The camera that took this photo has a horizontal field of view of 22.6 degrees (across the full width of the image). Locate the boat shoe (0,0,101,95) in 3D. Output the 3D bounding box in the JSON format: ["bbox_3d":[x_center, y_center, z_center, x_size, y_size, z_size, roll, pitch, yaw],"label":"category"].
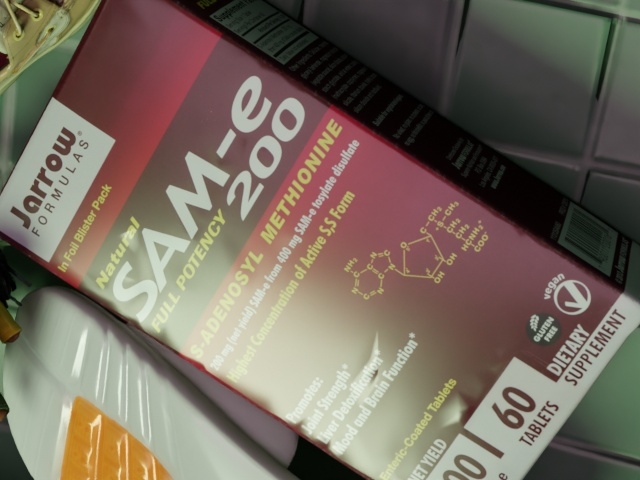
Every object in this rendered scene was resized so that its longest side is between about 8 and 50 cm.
[{"bbox_3d":[-0.132,-0.093,0.667,0.050,0.045,0.135,42,113,-3],"label":"boat shoe"}]

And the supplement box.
[{"bbox_3d":[0.000,0.000,0.650,0.239,0.073,0.130,33,112,3],"label":"supplement box"}]

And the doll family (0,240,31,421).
[{"bbox_3d":[-0.185,0.015,0.678,0.193,0.076,0.111,30,129,22],"label":"doll family"}]

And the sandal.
[{"bbox_3d":[-0.026,0.112,0.691,0.265,0.076,0.102,37,124,15],"label":"sandal"}]
